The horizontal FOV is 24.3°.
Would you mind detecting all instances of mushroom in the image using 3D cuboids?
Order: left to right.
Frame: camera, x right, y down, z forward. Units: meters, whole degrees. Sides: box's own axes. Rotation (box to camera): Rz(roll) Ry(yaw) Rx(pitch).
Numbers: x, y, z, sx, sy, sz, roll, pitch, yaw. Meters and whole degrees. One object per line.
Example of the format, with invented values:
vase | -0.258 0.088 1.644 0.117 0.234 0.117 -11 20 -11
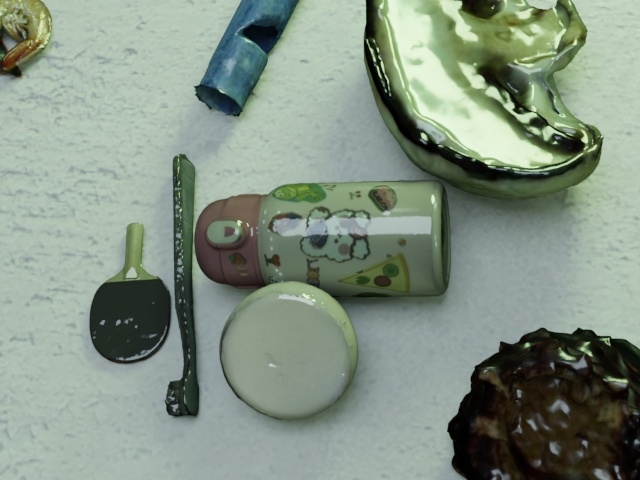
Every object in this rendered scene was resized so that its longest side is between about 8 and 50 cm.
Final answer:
mushroom | 0.166 -0.173 1.542 0.247 0.130 0.344 -21 63 -18

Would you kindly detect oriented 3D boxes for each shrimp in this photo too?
shrimp | -0.370 -0.223 1.707 0.095 0.045 0.162 32 61 -3

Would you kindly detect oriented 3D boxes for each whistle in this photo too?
whistle | -0.052 -0.279 1.662 0.062 0.062 0.304 19 69 18

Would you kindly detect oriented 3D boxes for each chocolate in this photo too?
chocolate | 0.220 0.161 1.337 0.224 0.177 0.206 -8 63 8

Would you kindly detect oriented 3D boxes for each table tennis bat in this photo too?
table tennis bat | -0.198 0.054 1.556 0.087 0.013 0.156 -3 65 10

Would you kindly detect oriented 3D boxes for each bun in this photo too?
bun | -0.026 0.101 1.457 0.138 0.094 0.138 4 108 12

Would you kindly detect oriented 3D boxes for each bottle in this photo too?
bottle | 0.000 0.000 1.486 0.253 0.120 0.120 -2 64 9

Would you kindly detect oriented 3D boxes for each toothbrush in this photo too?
toothbrush | -0.144 0.042 1.543 0.031 0.030 0.297 -11 63 17

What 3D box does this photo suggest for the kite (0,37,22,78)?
kite | -0.430 -0.218 1.733 0.190 0.010 0.159 4 66 13
